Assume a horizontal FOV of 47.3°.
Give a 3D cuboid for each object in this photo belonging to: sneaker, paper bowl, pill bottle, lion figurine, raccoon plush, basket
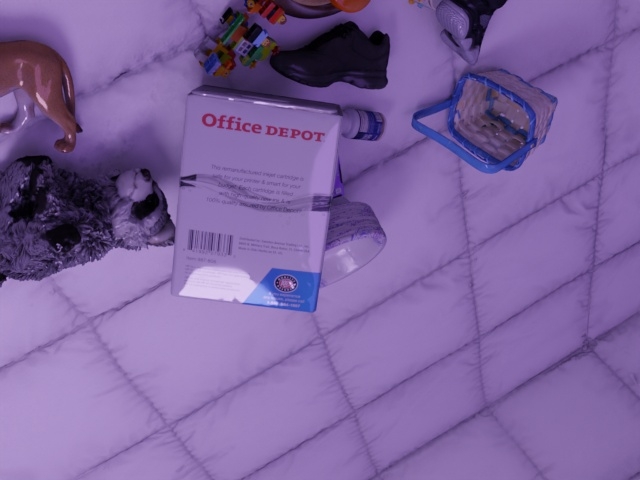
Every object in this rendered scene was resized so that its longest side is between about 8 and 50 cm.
[{"bbox_3d":[0.334,-0.474,1.542,0.153,0.101,0.268,-46,164,7],"label":"sneaker"},{"bbox_3d":[0.000,0.000,1.713,0.284,0.148,0.284,-24,160,-9],"label":"paper bowl"},{"bbox_3d":[0.084,-0.259,1.635,0.120,0.067,0.067,0,127,-34],"label":"pill bottle"},{"bbox_3d":[-0.539,-0.265,1.165,0.392,0.142,0.240,-15,130,-50],"label":"lion figurine"},{"bbox_3d":[0.023,-0.379,1.477,0.286,0.109,0.130,-9,122,-37],"label":"sneaker"},{"bbox_3d":[-0.502,-0.012,1.431,0.446,0.216,0.299,-24,162,30],"label":"raccoon plush"},{"bbox_3d":[0.393,-0.268,1.702,0.289,0.255,0.201,-24,140,-32],"label":"basket"}]

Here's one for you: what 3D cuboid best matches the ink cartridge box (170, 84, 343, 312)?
[{"bbox_3d":[-0.123,-0.084,1.419,0.285,0.166,0.395,8,108,-3],"label":"ink cartridge box"}]

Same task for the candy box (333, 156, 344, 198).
[{"bbox_3d":[-0.055,-0.153,1.571,0.196,0.070,0.165,-20,111,-30],"label":"candy box"}]

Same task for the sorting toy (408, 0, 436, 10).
[{"bbox_3d":[0.215,-0.504,1.498,0.045,0.075,0.083,-31,138,-7],"label":"sorting toy"}]

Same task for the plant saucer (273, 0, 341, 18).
[{"bbox_3d":[0.015,-0.549,1.343,0.310,0.050,0.311,-19,136,-19],"label":"plant saucer"}]

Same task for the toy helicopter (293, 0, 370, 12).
[{"bbox_3d":[0.014,-0.574,1.216,0.235,0.140,0.355,15,107,-32],"label":"toy helicopter"}]

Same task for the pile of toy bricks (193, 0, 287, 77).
[{"bbox_3d":[-0.124,-0.368,1.349,0.212,0.118,0.105,-44,140,23],"label":"pile of toy bricks"}]
